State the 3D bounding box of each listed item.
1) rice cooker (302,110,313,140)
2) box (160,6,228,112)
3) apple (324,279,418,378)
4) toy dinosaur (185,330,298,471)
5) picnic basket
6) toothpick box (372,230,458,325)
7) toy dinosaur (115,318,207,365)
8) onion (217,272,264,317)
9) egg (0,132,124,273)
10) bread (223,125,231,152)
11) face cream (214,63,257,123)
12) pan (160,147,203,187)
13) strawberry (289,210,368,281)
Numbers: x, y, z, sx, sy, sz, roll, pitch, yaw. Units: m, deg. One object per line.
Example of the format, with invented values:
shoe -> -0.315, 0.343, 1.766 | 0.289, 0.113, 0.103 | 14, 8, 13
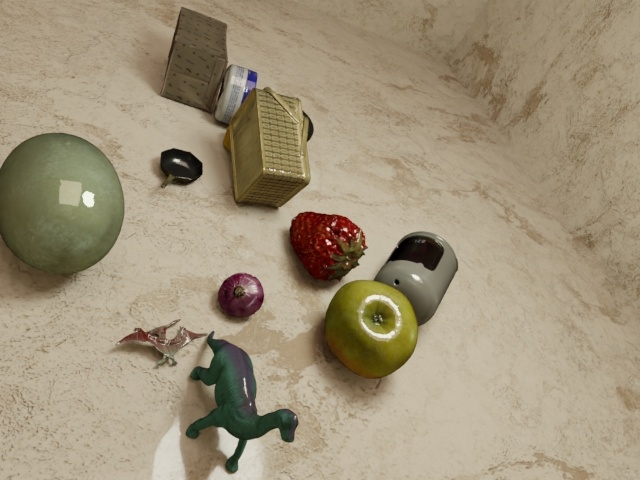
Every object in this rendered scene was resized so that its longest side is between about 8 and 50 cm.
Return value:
rice cooker -> -0.125, -0.436, 1.934 | 0.203, 0.142, 0.118 | 32, 49, 3
box -> -0.449, -0.653, 1.863 | 0.190, 0.225, 0.297 | 12, 41, -23
apple -> 0.131, 0.220, 1.329 | 0.260, 0.194, 0.261 | 5, 60, -8
toy dinosaur -> -0.146, 0.255, 0.999 | 0.129, 0.331, 0.384 | 13, 44, -29
picnic basket -> -0.156, -0.286, 1.604 | 0.175, 0.228, 0.313 | 4, 68, -31
toothpick box -> 0.276, 0.138, 1.557 | 0.229, 0.229, 0.316 | 38, 39, 5
toy dinosaur -> -0.342, 0.224, 1.138 | 0.220, 0.032, 0.108 | 7, 40, -45
onion -> -0.198, 0.137, 1.295 | 0.115, 0.115, 0.104 | 38, -7, 5
egg -> -0.565, -0.086, 1.129 | 0.258, 0.259, 0.352 | 0, 43, -36
bread -> -0.214, -0.340, 1.803 | 0.245, 0.094, 0.102 | 12, 37, -26
face cream -> -0.304, -0.513, 1.831 | 0.111, 0.206, 0.206 | 13, 42, -18
pan -> -0.439, -0.204, 1.520 | 0.128, 0.048, 0.202 | 40, 36, 11
strawberry -> 0.000, 0.000, 1.515 | 0.244, 0.205, 0.205 | 35, 33, 32
